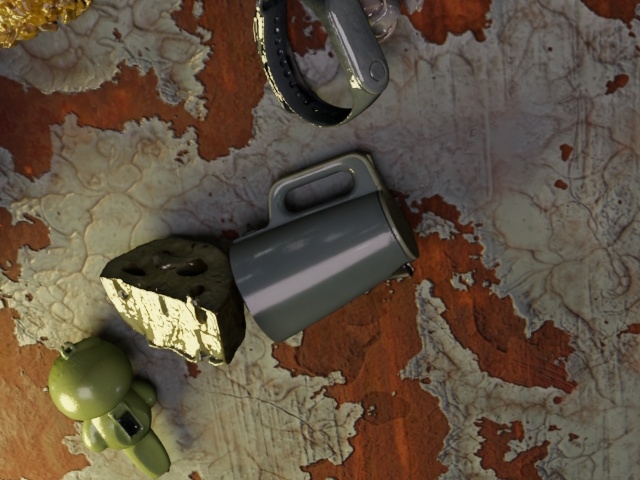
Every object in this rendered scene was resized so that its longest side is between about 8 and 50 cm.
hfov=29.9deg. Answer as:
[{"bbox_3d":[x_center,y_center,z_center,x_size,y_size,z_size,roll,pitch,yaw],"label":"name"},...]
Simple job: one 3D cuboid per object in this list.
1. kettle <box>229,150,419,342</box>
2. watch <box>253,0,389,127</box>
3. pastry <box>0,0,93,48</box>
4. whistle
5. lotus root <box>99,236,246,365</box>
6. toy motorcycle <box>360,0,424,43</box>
[{"bbox_3d":[0.000,0.000,1.717,0.243,0.160,0.210,-28,83,12],"label":"kettle"},{"bbox_3d":[-0.007,-0.249,1.568,0.193,0.068,0.206,-6,118,51],"label":"watch"},{"bbox_3d":[-0.393,-0.323,1.573,0.250,0.102,0.154,-12,138,11],"label":"pastry"},{"bbox_3d":[-0.337,0.263,1.910,0.141,0.141,0.294,-11,133,13],"label":"whistle"},{"bbox_3d":[-0.198,0.083,1.752,0.235,0.138,0.119,20,143,36],"label":"lotus root"},{"bbox_3d":[0.114,-0.362,1.530,0.112,0.112,0.254,25,119,-6],"label":"toy motorcycle"}]
